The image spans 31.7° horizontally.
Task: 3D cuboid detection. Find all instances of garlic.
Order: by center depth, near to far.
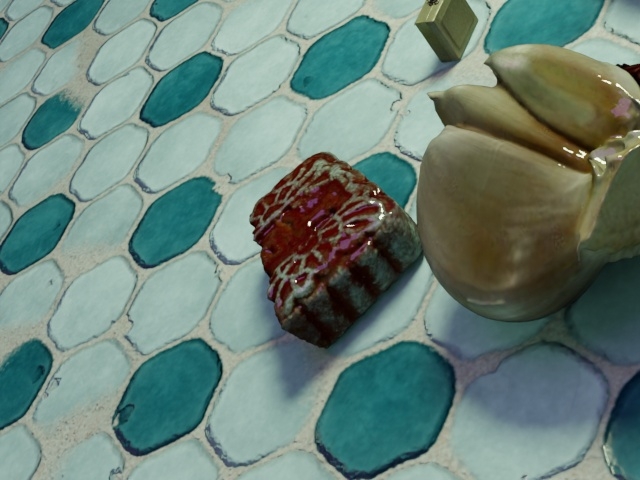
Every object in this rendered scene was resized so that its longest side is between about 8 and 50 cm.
[{"bbox_3d":[0.216,-0.052,1.138,0.325,0.132,0.279,28,91,56],"label":"garlic"}]

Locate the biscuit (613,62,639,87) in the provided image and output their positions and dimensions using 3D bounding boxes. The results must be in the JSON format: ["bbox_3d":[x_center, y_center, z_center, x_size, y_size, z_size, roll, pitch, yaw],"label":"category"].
[{"bbox_3d":[0.302,-0.083,1.218,0.151,0.063,0.235,2,72,47],"label":"biscuit"}]

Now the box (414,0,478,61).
[{"bbox_3d":[0.171,-0.300,1.537,0.035,0.083,0.079,0,54,42],"label":"box"}]

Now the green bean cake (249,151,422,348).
[{"bbox_3d":[0.000,0.000,1.390,0.198,0.097,0.233,-43,38,1],"label":"green bean cake"}]
